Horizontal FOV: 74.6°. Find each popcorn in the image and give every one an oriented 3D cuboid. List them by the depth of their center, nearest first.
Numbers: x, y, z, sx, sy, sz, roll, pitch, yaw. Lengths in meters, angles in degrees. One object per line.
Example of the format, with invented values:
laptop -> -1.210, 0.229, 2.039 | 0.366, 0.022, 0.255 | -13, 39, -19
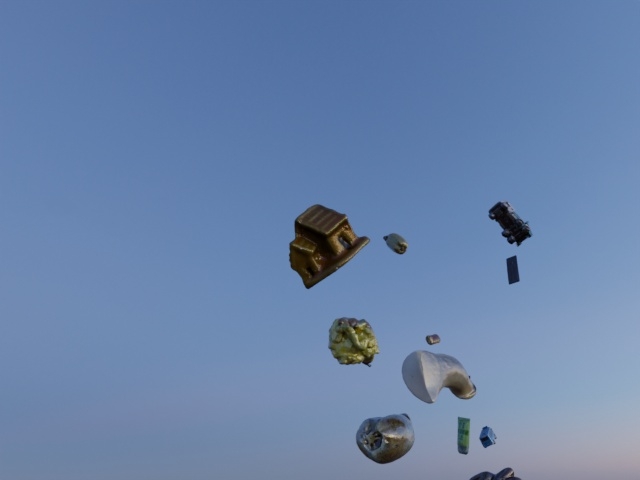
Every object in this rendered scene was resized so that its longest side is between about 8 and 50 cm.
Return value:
popcorn -> 0.170, 0.514, 2.141 | 0.293, 0.237, 0.293 | 19, 0, 0

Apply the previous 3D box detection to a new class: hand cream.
hand cream -> 0.741, 1.013, 2.183 | 0.046, 0.175, 0.095 | 13, -20, -19

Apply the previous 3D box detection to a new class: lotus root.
lotus root -> 0.238, 0.660, 1.414 | 0.158, 0.140, 0.322 | -22, -25, 27
lotus root -> 0.390, 0.012, 2.175 | 0.077, 0.183, 0.090 | 24, -82, -27

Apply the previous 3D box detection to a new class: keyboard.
keyboard -> 0.874, 0.132, 1.912 | 0.010, 0.155, 0.053 | 38, -47, -23

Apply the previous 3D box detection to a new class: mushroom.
mushroom -> 0.444, 0.496, 1.529 | 0.126, 0.177, 0.397 | -35, -34, 31

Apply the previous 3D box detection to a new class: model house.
model house -> -0.004, 0.005, 1.511 | 0.239, 0.268, 0.173 | 54, -32, -8

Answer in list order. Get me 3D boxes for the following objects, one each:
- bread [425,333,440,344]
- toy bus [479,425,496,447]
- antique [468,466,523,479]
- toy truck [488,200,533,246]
bread -> 0.515, 0.455, 1.929 | 0.083, 0.047, 0.036 | 6, -45, -47
toy bus -> 0.562, 0.661, 1.415 | 0.038, 0.046, 0.083 | -37, -17, 21
antique -> 0.675, 0.976, 1.620 | 0.257, 0.121, 0.143 | -35, -1, 31
toy truck -> 0.898, -0.085, 1.969 | 0.116, 0.216, 0.110 | -12, -30, -42
